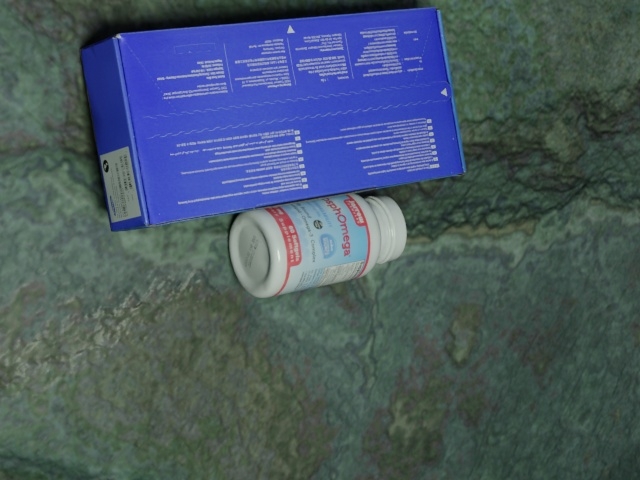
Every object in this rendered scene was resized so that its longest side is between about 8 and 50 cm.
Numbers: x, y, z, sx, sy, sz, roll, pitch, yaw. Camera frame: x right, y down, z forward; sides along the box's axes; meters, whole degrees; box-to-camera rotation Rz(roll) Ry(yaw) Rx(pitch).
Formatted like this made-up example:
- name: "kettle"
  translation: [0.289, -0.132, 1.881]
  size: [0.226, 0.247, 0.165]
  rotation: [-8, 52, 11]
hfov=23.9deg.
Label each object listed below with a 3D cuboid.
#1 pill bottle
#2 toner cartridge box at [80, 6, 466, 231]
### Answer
- name: "pill bottle"
  translation: [0.000, 0.000, 1.445]
  size: [0.160, 0.087, 0.087]
  rotation: [-12, 110, -34]
- name: "toner cartridge box"
  translation: [-0.034, -0.114, 1.367]
  size: [0.348, 0.075, 0.165]
  rotation: [-10, 93, -34]
